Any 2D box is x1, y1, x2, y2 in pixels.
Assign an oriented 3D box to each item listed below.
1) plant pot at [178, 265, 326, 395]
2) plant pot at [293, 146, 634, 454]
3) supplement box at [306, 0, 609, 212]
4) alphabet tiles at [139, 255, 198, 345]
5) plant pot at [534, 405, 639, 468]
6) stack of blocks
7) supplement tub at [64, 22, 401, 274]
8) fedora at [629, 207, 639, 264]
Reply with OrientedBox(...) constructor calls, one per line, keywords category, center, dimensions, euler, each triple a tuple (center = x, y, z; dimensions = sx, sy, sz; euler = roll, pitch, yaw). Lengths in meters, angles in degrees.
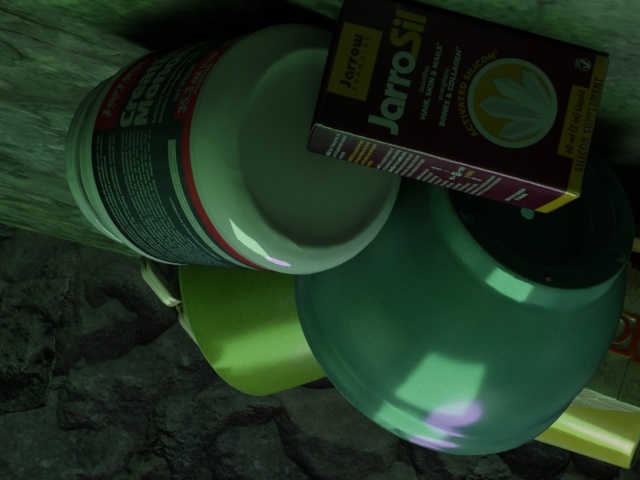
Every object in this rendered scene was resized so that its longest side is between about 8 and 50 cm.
OrientedBox(category="plant pot", center=(0.035, 0.030, 1.325), dimensions=(0.293, 0.274, 0.275), euler=(-12, 159, 31))
OrientedBox(category="plant pot", center=(0.146, 0.013, 0.974), dimensions=(0.293, 0.293, 0.196), euler=(16, 145, -13))
OrientedBox(category="supplement box", center=(0.094, -0.096, 0.796), dimensions=(0.188, 0.104, 0.081), euler=(14, 171, -4))
OrientedBox(category="alphabet tiles", center=(-0.132, 0.017, 1.425), dimensions=(0.021, 0.284, 0.278), euler=(-30, 105, 27))
OrientedBox(category="plant pot", center=(0.359, 0.191, 1.575), dimensions=(0.239, 0.254, 0.254), euler=(28, 178, 24))
OrientedBox(category="stack of blocks", center=(0.277, 0.088, 1.225), dimensions=(0.087, 0.171, 0.297), euler=(20, 171, -10))
OrientedBox(category="supplement tub", center=(-0.080, -0.072, 0.942), dimensions=(0.191, 0.191, 0.272), euler=(20, 169, -36))
OrientedBox(category="fedora", center=(0.355, -0.004, 1.060), dimensions=(0.194, 0.079, 0.194), euler=(19, 179, 0))
